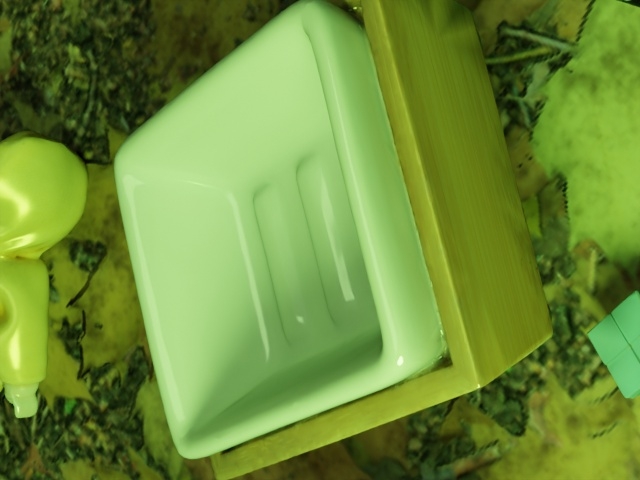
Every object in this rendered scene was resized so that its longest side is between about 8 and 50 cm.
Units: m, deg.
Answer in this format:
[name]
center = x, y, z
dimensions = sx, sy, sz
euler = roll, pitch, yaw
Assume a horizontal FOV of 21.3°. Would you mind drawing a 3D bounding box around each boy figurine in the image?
[boy figurine]
center = -0.253, 0.046, 1.215
dimensions = 0.177, 0.092, 0.285
euler = 31, 106, 32

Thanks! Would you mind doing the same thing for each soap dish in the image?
[soap dish]
center = 0.000, 0.000, 0.970
dimensions = 0.291, 0.118, 0.229
euler = -29, 72, 55

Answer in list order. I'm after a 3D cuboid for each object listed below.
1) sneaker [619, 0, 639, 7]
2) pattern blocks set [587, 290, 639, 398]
[sneaker]
center = 0.127, -0.163, 0.921
dimensions = 0.178, 0.124, 0.295
euler = -32, 65, 26
[pattern blocks set]
center = 0.268, 0.138, 0.849
dimensions = 0.285, 0.026, 0.325
euler = -37, 69, 45
